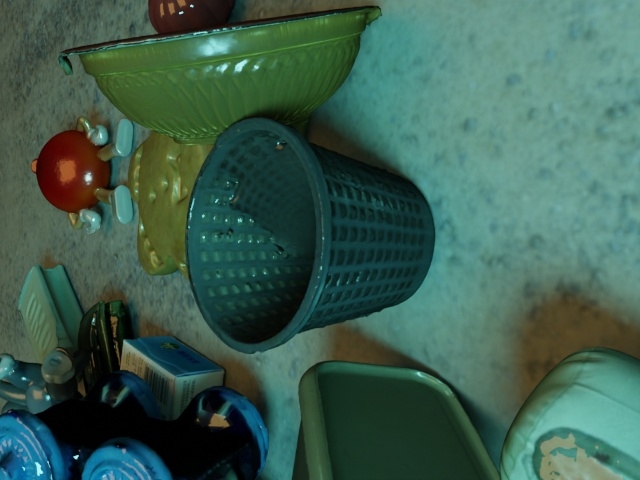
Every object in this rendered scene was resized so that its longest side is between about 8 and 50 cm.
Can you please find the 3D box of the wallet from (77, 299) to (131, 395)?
[{"bbox_3d":[-0.319,0.219,0.980,0.160,0.055,0.236,-30,67,52],"label":"wallet"}]

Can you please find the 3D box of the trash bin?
[{"bbox_3d":[0.000,0.000,0.534,0.175,0.161,0.175,-4,85,47],"label":"trash bin"}]

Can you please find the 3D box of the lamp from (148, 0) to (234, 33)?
[{"bbox_3d":[-0.153,-0.281,0.772,0.107,0.092,0.107,-17,50,21],"label":"lamp"}]

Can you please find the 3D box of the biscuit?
[{"bbox_3d":[-0.144,-0.087,0.787,0.355,0.052,0.275,-25,71,47],"label":"biscuit"}]

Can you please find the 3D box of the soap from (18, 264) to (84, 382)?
[{"bbox_3d":[-0.462,0.146,1.134,0.198,0.063,0.114,50,123,37],"label":"soap"}]

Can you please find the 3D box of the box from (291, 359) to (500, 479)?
[{"bbox_3d":[0.045,0.223,0.440,0.274,0.138,0.178,-104,24,-70],"label":"box"}]

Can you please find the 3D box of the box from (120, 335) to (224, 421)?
[{"bbox_3d":[-0.196,0.234,0.818,0.139,0.073,0.194,17,102,47],"label":"box"}]

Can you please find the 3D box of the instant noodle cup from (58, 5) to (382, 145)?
[{"bbox_3d":[-0.078,-0.140,0.570,0.274,0.274,0.091,14,119,48],"label":"instant noodle cup"}]

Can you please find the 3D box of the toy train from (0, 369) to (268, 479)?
[{"bbox_3d":[-0.184,0.283,0.653,0.300,0.188,0.265,3,99,28],"label":"toy train"}]

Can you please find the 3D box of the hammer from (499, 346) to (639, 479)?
[{"bbox_3d":[0.234,0.041,0.303,0.206,0.119,0.336,29,101,32],"label":"hammer"}]

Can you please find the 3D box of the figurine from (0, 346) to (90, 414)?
[{"bbox_3d":[-0.389,0.222,0.920,0.193,0.140,0.265,37,120,16],"label":"figurine"}]

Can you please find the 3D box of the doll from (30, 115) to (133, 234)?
[{"bbox_3d":[-0.372,-0.101,1.031,0.217,0.085,0.183,0,91,32],"label":"doll"}]
